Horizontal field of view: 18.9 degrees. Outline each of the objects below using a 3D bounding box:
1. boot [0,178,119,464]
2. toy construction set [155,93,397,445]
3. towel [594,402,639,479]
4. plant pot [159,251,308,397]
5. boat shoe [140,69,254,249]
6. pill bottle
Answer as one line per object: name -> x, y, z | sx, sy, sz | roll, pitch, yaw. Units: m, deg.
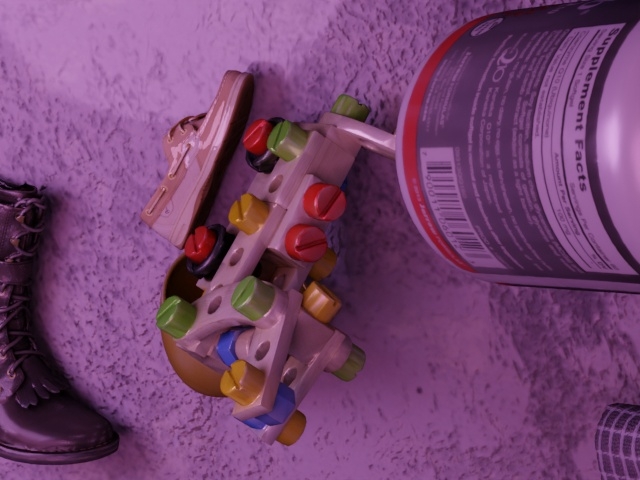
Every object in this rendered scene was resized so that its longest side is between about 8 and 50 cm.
boot -> -0.279, 0.061, 1.709 | 0.263, 0.091, 0.229 | 22, 110, 18
toy construction set -> 0.000, 0.000, 1.505 | 0.151, 0.327, 0.215 | 49, 162, -24
towel -> 0.333, 0.243, 1.404 | 0.121, 0.235, 0.283 | -30, 99, -18
plant pot -> -0.080, 0.080, 1.627 | 0.134, 0.134, 0.095 | 40, 142, 8
boat shoe -> -0.108, -0.074, 1.623 | 0.059, 0.063, 0.170 | 27, 112, 7
pill bottle -> 0.230, -0.066, 1.317 | 0.363, 0.210, 0.210 | 3, 107, 58
